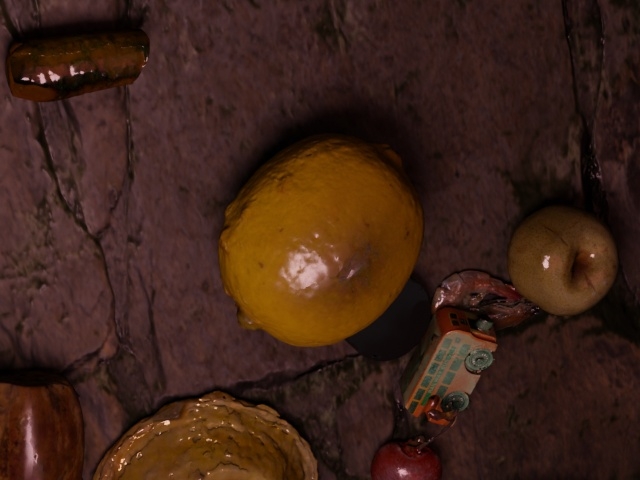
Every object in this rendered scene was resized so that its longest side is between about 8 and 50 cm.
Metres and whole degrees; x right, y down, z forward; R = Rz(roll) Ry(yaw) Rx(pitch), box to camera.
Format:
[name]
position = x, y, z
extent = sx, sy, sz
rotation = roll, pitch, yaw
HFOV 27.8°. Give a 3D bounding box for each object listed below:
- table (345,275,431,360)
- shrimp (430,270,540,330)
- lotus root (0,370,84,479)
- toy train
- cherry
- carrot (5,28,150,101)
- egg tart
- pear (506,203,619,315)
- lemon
[table]
position = 0.091, 0.105, 1.860
extent = 0.133, 0.043, 0.134
rotation = -6, 109, -19
[shrimp]
position = 0.252, 0.094, 1.919
extent = 0.190, 0.042, 0.101
rotation = -2, 103, -17
[lotus root]
position = -0.400, 0.303, 1.681
extent = 0.193, 0.193, 0.291
rotation = 4, 104, -22
[toy train]
position = 0.186, 0.179, 1.883
extent = 0.099, 0.072, 0.188
rotation = 18, 117, -12
[cherry]
position = 0.134, 0.314, 1.902
extent = 0.107, 0.090, 0.226
rotation = 16, 128, 5
[carrot]
position = -0.297, -0.215, 1.585
extent = 0.173, 0.082, 0.082
rotation = -8, 110, -18
[egg tart]
position = -0.149, 0.384, 1.818
extent = 0.345, 0.132, 0.345
rotation = -7, 108, -20
[pear]
position = 0.350, 0.028, 1.882
extent = 0.167, 0.136, 0.167
rotation = -5, 106, -19
[lemon]
position = 0.002, -0.002, 1.678
extent = 0.260, 0.260, 0.284
rotation = 22, 78, -26
